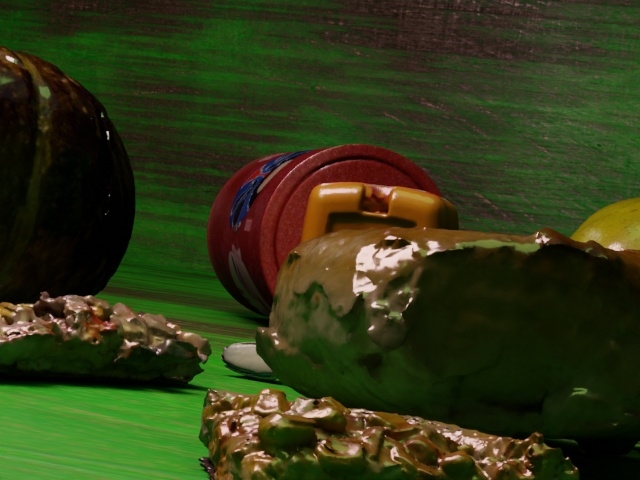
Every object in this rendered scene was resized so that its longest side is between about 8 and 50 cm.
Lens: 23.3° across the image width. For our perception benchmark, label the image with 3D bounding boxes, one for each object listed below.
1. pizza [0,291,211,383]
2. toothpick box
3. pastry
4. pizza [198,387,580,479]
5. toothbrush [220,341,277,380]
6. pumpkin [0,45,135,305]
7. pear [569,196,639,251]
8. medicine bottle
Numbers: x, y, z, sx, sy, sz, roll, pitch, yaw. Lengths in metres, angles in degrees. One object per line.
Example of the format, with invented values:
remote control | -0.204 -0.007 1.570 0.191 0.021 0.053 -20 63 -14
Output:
pizza | -0.174 0.057 0.946 0.185 0.052 0.195 4 -1 20
toothpick box | 0.000 0.000 1.680 0.204 0.204 0.333 7 -1 -13
pastry | 0.092 0.058 0.844 0.257 0.121 0.236 5 -3 -10
pizza | 0.005 0.084 0.620 0.178 0.041 0.131 7 2 42
toothbrush | 0.067 0.098 1.036 0.294 0.026 0.028 7 -15 25
pumpkin | -0.286 -0.039 1.116 0.320 0.192 0.320 4 -9 1
pear | 0.302 0.054 1.385 0.198 0.198 0.198 7 0 0
medicine bottle | 0.051 0.033 1.262 0.112 0.149 0.222 7 0 9
